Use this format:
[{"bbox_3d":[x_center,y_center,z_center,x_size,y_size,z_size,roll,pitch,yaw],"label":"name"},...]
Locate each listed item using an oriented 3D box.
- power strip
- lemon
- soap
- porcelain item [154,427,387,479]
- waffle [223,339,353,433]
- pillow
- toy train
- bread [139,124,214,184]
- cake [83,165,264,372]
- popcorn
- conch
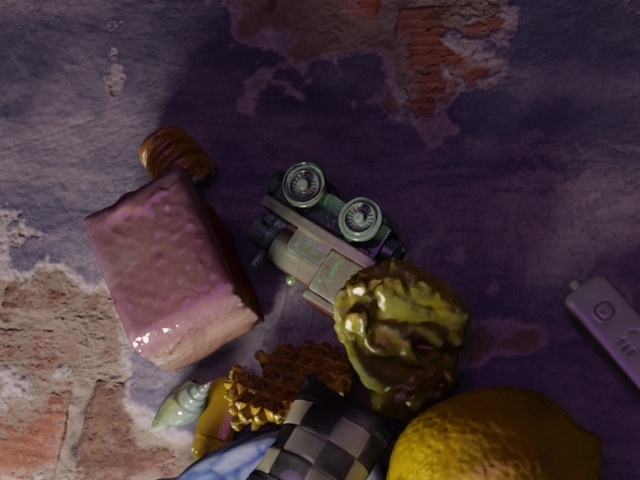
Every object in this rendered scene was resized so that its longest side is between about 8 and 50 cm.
[{"bbox_3d":[0.543,0.207,1.840,0.091,0.062,0.385,-36,64,-3],"label":"power strip"},{"bbox_3d":[0.269,0.384,1.711,0.336,0.336,0.336,-6,67,14],"label":"lemon"},{"bbox_3d":[-0.185,0.331,2.017,0.089,0.033,0.168,4,70,27],"label":"soap"},{"bbox_3d":[-0.086,0.439,1.861,0.405,0.178,0.243,-15,64,3],"label":"porcelain item"},{"bbox_3d":[-0.055,0.251,1.941,0.231,0.051,0.229,-11,24,3],"label":"waffle"},{"bbox_3d":[-0.001,0.347,1.736,0.186,0.106,0.250,28,65,11],"label":"pillow"},{"bbox_3d":[0.000,0.000,2.043,0.304,0.150,0.221,32,87,23],"label":"toy train"},{"bbox_3d":[-0.295,-0.158,2.225,0.119,0.084,0.177,-40,59,-3],"label":"bread"},{"bbox_3d":[-0.266,0.064,2.039,0.230,0.237,0.309,-27,65,5],"label":"cake"},{"bbox_3d":[0.154,0.164,1.893,0.225,0.174,0.286,-25,98,-7],"label":"popcorn"},{"bbox_3d":[-0.253,0.292,2.023,0.180,0.065,0.088,-36,45,33],"label":"conch"}]
